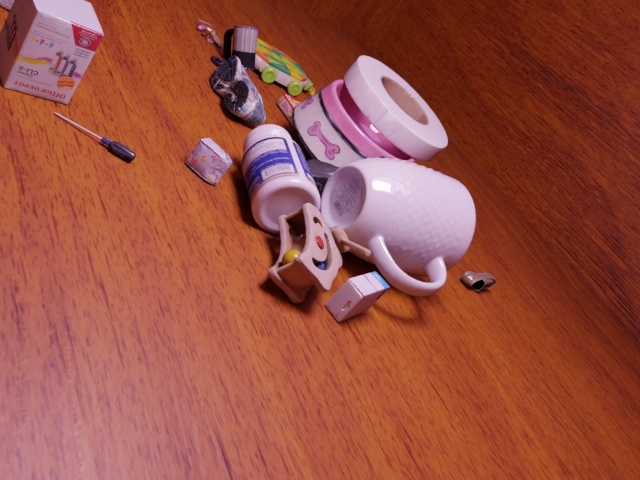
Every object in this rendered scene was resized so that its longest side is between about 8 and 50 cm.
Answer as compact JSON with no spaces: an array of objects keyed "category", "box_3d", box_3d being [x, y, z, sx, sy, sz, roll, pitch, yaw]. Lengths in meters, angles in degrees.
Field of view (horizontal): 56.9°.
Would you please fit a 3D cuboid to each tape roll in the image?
[{"category":"tape roll","box_3d":[0.237,-0.411,1.832,0.392,0.072,0.391,33,31,-24]}]

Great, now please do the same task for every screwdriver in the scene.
[{"category":"screwdriver","box_3d":[-0.439,-0.204,1.150,0.170,0.024,0.025,30,-1,-17]}]

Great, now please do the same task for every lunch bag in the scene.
[{"category":"lunch bag","box_3d":[-0.243,-0.174,1.307,0.083,0.071,0.053,41,21,7]}]

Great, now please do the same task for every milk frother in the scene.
[{"category":"milk frother","box_3d":[-0.279,-0.630,1.922,0.129,0.134,0.143,11,20,11]}]

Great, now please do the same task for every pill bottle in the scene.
[{"category":"pill bottle","box_3d":[-0.101,-0.150,1.367,0.153,0.153,0.264,23,31,-32]}]

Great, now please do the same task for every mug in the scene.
[{"category":"mug","box_3d":[0.187,-0.029,1.443,0.328,0.276,0.373,14,47,-39]}]

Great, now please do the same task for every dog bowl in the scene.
[{"category":"dog bowl","box_3d":[0.118,-0.312,1.778,0.408,0.150,0.407,33,32,-24]}]

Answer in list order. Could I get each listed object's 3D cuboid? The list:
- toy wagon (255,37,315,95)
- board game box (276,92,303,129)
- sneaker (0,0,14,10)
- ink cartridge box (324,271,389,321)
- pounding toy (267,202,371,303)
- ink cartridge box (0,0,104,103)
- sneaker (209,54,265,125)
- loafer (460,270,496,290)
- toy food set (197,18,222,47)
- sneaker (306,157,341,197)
[{"category":"toy wagon","box_3d":[-0.145,-0.641,2.202,0.345,0.068,0.267,18,34,-39]},{"category":"board game box","box_3d":[-0.045,-0.396,1.963,0.147,0.045,0.193,10,40,-47]},{"category":"sneaker","box_3d":[-0.748,-0.629,1.333,0.269,0.101,0.153,38,24,-18]},{"category":"ink cartridge box","box_3d":[0.078,0.118,1.250,0.052,0.088,0.122,49,27,18]},{"category":"pounding toy","box_3d":[0.000,0.000,1.215,0.154,0.155,0.269,60,22,-13]},{"category":"ink cartridge box","box_3d":[-0.525,-0.378,1.135,0.128,0.176,0.127,9,42,-47]},{"category":"sneaker","box_3d":[-0.236,-0.430,1.730,0.122,0.110,0.282,40,21,-46]},{"category":"loafer","box_3d":[0.496,0.132,1.842,0.148,0.056,0.050,7,40,-33]},{"category":"toy food set","box_3d":[-0.391,-0.716,2.049,0.078,0.019,0.122,12,45,-44]},{"category":"sneaker","box_3d":[0.021,-0.168,1.574,0.287,0.109,0.130,1,35,-33]}]
